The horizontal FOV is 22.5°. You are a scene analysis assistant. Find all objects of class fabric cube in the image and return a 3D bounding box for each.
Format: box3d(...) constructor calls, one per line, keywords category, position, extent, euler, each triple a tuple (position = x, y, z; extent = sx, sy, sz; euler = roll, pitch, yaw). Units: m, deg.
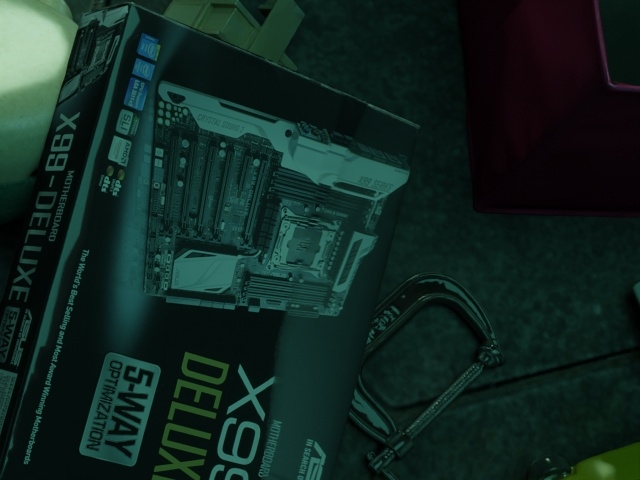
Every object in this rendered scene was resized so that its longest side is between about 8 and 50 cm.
box3d(category="fabric cube", position=(0.261, -0.176, 1.195), extent=(0.254, 0.258, 0.259), euler=(0, 73, -14))

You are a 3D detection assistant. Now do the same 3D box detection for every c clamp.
box3d(category="c clamp", position=(0.077, 0.106, 1.186), extent=(0.137, 0.022, 0.161), euler=(40, 69, 6))

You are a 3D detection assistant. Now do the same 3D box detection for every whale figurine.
box3d(category="whale figurine", position=(-0.271, -0.117, 1.120), extent=(0.216, 0.141, 0.272), euler=(-24, 57, -36))

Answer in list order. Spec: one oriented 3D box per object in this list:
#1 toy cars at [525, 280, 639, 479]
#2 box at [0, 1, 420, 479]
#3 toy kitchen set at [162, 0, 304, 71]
box3d(category="toy cars", position=(0.284, 0.127, 1.192), extent=(0.176, 0.087, 0.394), euler=(23, 61, 32))
box3d(category="box", position=(-0.080, 0.031, 1.056), extent=(0.242, 0.076, 0.307), euler=(20, 80, -33))
box3d(category="toy kitchen set", position=(-0.063, -0.159, 1.227), extent=(0.083, 0.075, 0.068), euler=(47, 64, -41))
